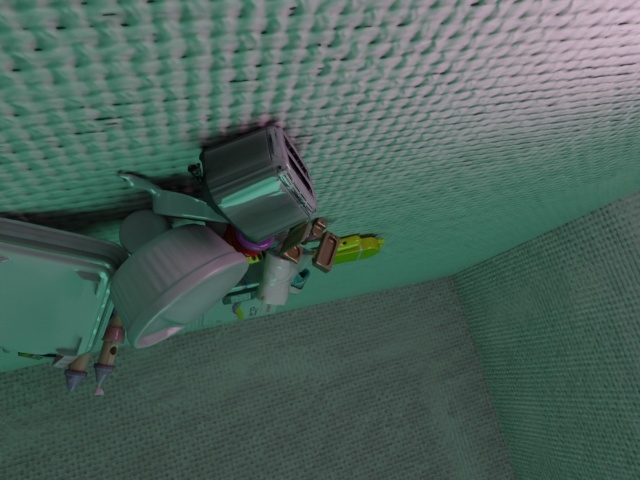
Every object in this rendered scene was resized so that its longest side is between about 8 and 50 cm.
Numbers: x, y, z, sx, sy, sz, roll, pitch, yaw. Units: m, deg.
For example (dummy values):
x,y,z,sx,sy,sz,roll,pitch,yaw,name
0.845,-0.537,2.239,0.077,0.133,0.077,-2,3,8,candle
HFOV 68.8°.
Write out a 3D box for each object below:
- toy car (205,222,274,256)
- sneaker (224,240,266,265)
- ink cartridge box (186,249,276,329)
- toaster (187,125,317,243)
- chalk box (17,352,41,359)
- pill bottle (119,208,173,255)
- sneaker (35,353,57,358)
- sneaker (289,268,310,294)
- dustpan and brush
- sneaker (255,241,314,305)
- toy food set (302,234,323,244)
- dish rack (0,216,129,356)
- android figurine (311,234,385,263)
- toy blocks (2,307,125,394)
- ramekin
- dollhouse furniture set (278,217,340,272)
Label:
x,y,z,sx,sy,sz,roll,pitch,yaw,name
-0.148,-0.037,0.985,0.159,0.136,0.182,-5,163,-32,toy car
-0.280,0.047,1.244,0.295,0.110,0.123,1,156,-47,sneaker
-0.292,0.159,1.514,0.306,0.131,0.226,-7,144,-21,ink cartridge box
-0.101,-0.098,0.791,0.146,0.129,0.227,-21,147,12,toaster
-0.928,0.308,1.558,0.132,0.132,0.213,-17,166,-15,chalk box
-0.360,0.007,1.018,0.103,0.103,0.184,-12,166,-9,pill bottle
-0.815,0.238,1.279,0.282,0.099,0.153,26,154,-3,sneaker
-0.141,0.128,1.788,0.110,0.107,0.275,-50,150,15,sneaker
-0.280,-0.076,0.860,0.147,0.061,0.211,6,178,35,dustpan and brush
-0.114,0.104,1.408,0.108,0.169,0.292,21,-169,15,sneaker
-0.024,-0.004,1.486,0.122,0.019,0.078,-1,161,-42,toy food set
-0.555,0.118,0.917,0.285,0.072,0.333,15,126,-27,dish rack
0.101,0.038,1.701,0.272,0.056,0.248,-13,166,-2,android figurine
-0.599,0.256,1.189,0.308,0.260,0.288,4,161,21,toy blocks
-0.288,0.082,0.933,0.272,0.127,0.273,-40,172,-7,ramekin
0.000,0.000,1.269,0.151,0.144,0.123,33,145,-19,dollhouse furniture set
